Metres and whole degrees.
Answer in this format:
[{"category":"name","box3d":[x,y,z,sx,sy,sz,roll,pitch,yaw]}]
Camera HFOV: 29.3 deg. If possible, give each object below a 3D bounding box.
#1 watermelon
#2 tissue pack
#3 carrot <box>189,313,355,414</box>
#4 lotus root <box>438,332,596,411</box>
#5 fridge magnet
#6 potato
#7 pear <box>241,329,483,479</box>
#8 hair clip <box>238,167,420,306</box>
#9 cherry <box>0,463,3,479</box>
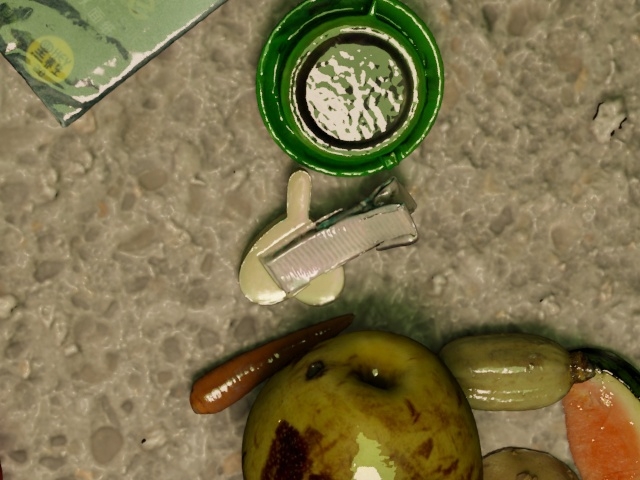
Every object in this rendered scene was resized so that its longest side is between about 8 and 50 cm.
[{"category":"watermelon","box3d":[0.355,0.231,1.474,0.119,0.063,0.245,-16,105,19]},{"category":"tissue pack","box3d":[-0.225,-0.269,1.283,0.257,0.081,0.185,-38,104,3]},{"category":"carrot","box3d":[-0.055,0.136,1.410,0.216,0.048,0.048,-29,104,-6]},{"category":"lotus root","box3d":[0.226,0.152,1.425,0.183,0.077,0.090,-4,114,2]},{"category":"fridge magnet","box3d":[0.033,-0.168,1.330,0.208,0.088,0.208,-1,107,-4]},{"category":"potato","box3d":[0.244,0.360,1.457,0.182,0.117,0.202,21,97,-14]},{"category":"pear","box3d":[0.047,0.239,1.322,0.283,0.283,0.284,-1,102,-7]},{"category":"hair clip","box3d":[-0.001,-0.003,1.357,0.218,0.071,0.159,-28,111,16]},{"category":"cherry","box3d":[-0.430,0.269,1.318,0.192,0.175,0.250,21,95,-29]}]
